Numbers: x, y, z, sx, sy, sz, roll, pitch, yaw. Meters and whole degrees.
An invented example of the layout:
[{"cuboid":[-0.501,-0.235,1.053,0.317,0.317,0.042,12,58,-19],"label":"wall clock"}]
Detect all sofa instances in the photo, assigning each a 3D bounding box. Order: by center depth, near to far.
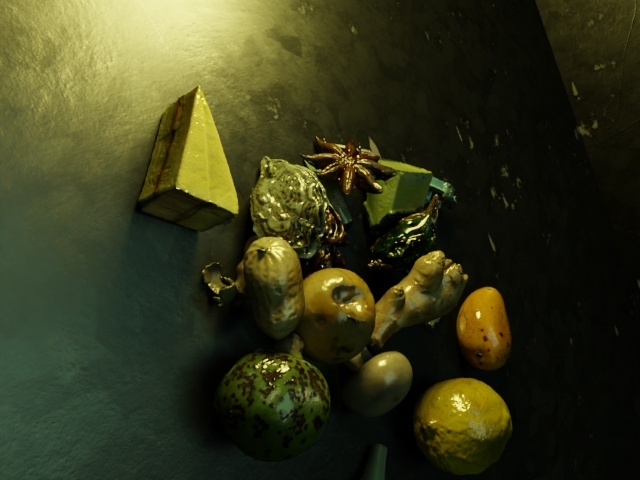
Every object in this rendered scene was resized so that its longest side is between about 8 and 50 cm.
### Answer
[{"cuboid":[0.136,0.260,1.568,0.060,0.085,0.147,-36,112,3],"label":"sofa"}]

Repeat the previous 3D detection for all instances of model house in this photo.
[{"cuboid":[0.215,-0.128,1.688,0.193,0.170,0.212,-7,113,-46],"label":"model house"}]

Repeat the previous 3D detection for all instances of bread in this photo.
[{"cuboid":[-0.261,-0.170,1.214,0.163,0.167,0.264,25,64,-38],"label":"bread"}]

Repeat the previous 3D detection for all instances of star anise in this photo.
[{"cuboid":[0.000,0.000,1.451,0.190,0.125,0.220,-35,108,-37],"label":"star anise"},{"cuboid":[0.068,-0.185,1.528,0.271,0.103,0.272,10,41,-9],"label":"star anise"}]

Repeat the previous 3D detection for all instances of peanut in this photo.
[{"cuboid":[-0.098,0.102,1.213,0.129,0.129,0.225,-12,87,-43],"label":"peanut"}]

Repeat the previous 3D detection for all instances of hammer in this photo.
[{"cuboid":[0.313,0.154,1.772,0.103,0.029,0.246,-44,110,-39],"label":"hammer"}]

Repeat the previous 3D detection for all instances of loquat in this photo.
[{"cuboid":[0.019,0.183,1.351,0.243,0.243,0.244,10,74,-41],"label":"loquat"}]

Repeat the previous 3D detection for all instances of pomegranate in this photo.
[{"cuboid":[-0.097,0.335,1.209,0.254,0.254,0.271,39,60,-30],"label":"pomegranate"}]

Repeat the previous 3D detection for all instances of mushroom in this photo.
[{"cuboid":[0.134,0.353,1.474,0.204,0.204,0.204,10,74,-41],"label":"mushroom"}]

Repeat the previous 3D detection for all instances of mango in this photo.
[{"cuboid":[0.544,0.285,1.873,0.191,0.159,0.291,27,60,-26],"label":"mango"}]

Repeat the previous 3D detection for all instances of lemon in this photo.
[{"cuboid":[0.413,0.531,1.622,0.321,0.268,0.269,4,78,-30],"label":"lemon"}]

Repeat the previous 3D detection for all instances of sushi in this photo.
[{"cuboid":[0.262,0.008,1.612,0.149,0.287,0.140,54,3,22],"label":"sushi"}]

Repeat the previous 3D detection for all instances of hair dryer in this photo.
[{"cuboid":[0.171,0.678,1.516,0.267,0.092,0.229,38,51,-47],"label":"hair dryer"}]

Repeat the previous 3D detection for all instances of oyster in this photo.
[{"cuboid":[-0.075,-0.085,1.352,0.112,0.198,0.268,83,11,-62],"label":"oyster"}]

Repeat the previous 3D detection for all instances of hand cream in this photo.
[{"cuboid":[0.027,-0.131,1.553,0.086,0.055,0.235,-21,88,-48],"label":"hand cream"}]

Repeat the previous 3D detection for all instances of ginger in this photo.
[{"cuboid":[0.272,0.158,1.515,0.166,0.236,0.375,47,35,11],"label":"ginger"}]

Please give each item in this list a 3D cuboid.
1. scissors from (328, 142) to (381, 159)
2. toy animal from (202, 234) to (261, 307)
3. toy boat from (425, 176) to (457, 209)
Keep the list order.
[{"cuboid":[0.094,-0.263,1.639,0.176,0.085,0.022,6,115,-31],"label":"scissors"},{"cuboid":[-0.174,0.079,1.305,0.186,0.093,0.214,36,51,-36],"label":"toy animal"},{"cuboid":[0.362,-0.151,1.835,0.237,0.109,0.098,17,90,-36],"label":"toy boat"}]
